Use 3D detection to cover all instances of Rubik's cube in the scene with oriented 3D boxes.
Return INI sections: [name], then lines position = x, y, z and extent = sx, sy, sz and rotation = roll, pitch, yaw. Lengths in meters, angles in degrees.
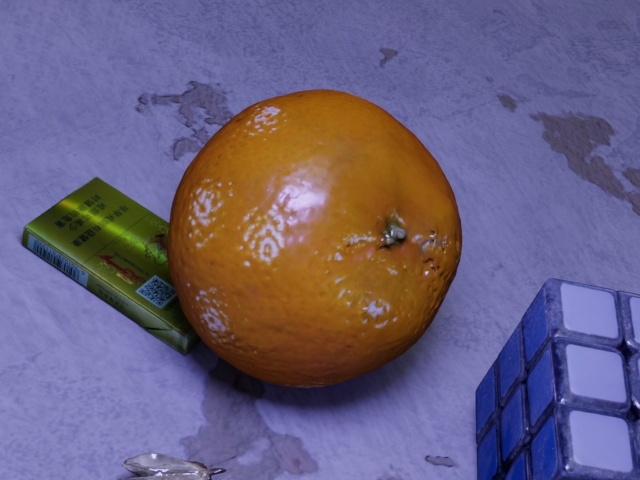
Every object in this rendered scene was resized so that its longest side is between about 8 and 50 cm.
[Rubik's cube]
position = 0.391, 0.267, 1.738
extent = 0.303, 0.305, 0.301
rotation = 13, 50, -10

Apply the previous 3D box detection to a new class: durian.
[durian]
position = -0.187, 0.319, 1.677
extent = 0.140, 0.071, 0.110
rotation = -8, 42, -8

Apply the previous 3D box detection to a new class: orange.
[orange]
position = 0.000, 0.000, 1.823
extent = 0.424, 0.424, 0.326
rotation = -20, 16, -34

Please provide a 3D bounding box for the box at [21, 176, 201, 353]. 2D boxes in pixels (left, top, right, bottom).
[box]
position = -0.272, 0.031, 1.968
extent = 0.311, 0.043, 0.173
rotation = 32, 44, 15
